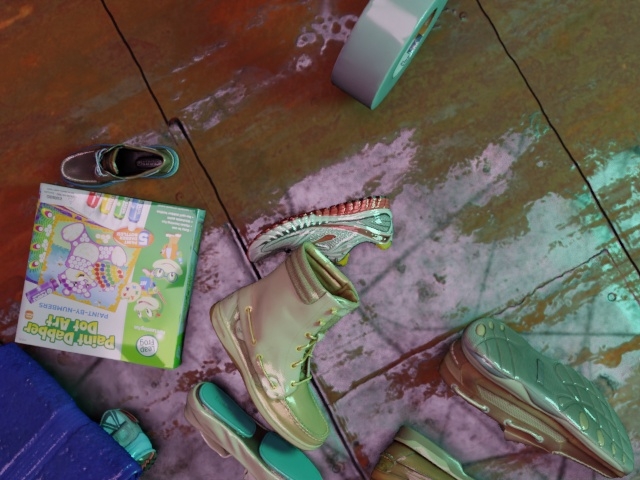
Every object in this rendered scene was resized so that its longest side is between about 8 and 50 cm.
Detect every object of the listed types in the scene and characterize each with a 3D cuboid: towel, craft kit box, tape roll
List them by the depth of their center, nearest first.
[{"bbox_3d":[0.102,-0.293,1.204,0.072,0.219,0.219,34,92,2],"label":"tape roll"},{"bbox_3d":[-0.422,0.319,1.235,0.308,0.076,0.228,38,79,20],"label":"towel"},{"bbox_3d":[-0.318,0.053,1.312,0.249,0.061,0.247,9,93,4],"label":"craft kit box"}]

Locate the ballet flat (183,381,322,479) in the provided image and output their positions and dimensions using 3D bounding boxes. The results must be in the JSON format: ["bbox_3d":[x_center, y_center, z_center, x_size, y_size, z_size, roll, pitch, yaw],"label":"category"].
[{"bbox_3d":[-0.107,0.311,1.292,0.248,0.086,0.086,41,92,4],"label":"ballet flat"}]

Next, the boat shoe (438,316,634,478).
[{"bbox_3d":[0.312,0.240,1.254,0.324,0.123,0.116,39,126,-6],"label":"boat shoe"}]

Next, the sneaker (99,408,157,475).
[{"bbox_3d":[-0.378,0.347,1.305,0.261,0.104,0.125,-31,70,-1],"label":"sneaker"}]

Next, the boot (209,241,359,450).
[{"bbox_3d":[-0.018,0.154,1.247,0.203,0.095,0.262,-35,81,23],"label":"boot"}]

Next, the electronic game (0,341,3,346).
[{"bbox_3d":[-0.577,0.237,1.327,0.229,0.048,0.229,0,88,-5],"label":"electronic game"}]

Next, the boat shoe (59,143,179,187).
[{"bbox_3d":[-0.310,-0.120,1.304,0.183,0.066,0.066,-8,89,3],"label":"boat shoe"}]

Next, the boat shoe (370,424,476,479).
[{"bbox_3d":[0.213,0.399,1.244,0.307,0.111,0.104,33,75,15],"label":"boat shoe"}]

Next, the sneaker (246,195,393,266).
[{"bbox_3d":[0.000,0.000,1.276,0.225,0.088,0.093,-14,92,5],"label":"sneaker"}]
